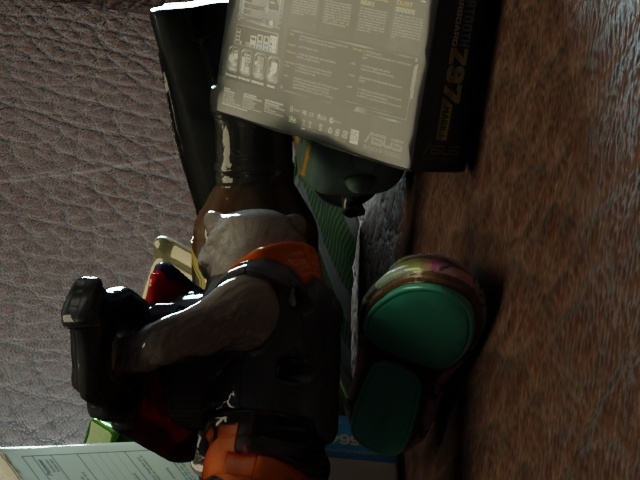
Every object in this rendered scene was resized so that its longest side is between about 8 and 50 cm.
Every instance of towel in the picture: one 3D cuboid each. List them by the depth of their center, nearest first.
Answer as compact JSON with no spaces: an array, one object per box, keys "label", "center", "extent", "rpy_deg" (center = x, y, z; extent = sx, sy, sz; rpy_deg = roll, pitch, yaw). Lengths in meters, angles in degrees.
[{"label":"towel","center":[0.000,0.000,1.652],"extent":[0.325,0.038,0.248],"rpy_deg":[-91,-14,-52]}]

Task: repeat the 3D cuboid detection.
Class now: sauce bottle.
[{"label":"sauce bottle","center":[-0.052,0.041,1.417],"extent":[0.111,0.111,0.344],"rpy_deg":[-117,27,-82]}]

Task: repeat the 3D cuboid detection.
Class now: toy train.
[{"label":"toy train","center":[0.030,-0.148,1.432],"extent":[0.334,0.142,0.190],"rpy_deg":[109,158,-69]}]

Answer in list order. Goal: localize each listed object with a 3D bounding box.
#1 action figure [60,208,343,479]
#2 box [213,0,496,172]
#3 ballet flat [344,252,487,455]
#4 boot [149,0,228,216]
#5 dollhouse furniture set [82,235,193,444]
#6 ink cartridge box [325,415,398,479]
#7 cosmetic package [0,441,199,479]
[{"label":"action figure","center":[-0.020,0.136,1.101],"extent":[0.341,0.179,0.330],"rpy_deg":[33,-134,-67]},{"label":"box","center":[0.022,-0.160,1.209],"extent":[0.233,0.059,0.183],"rpy_deg":[19,106,47]},{"label":"ballet flat","center":[0.064,0.058,1.088],"extent":[0.221,0.077,0.079],"rpy_deg":[103,-168,-55]},{"label":"boot","center":[-0.101,-0.045,1.855],"extent":[0.367,0.146,0.445],"rpy_deg":[-161,53,-74]},{"label":"dollhouse furniture set","center":[-0.100,0.162,1.703],"extent":[0.197,0.151,0.301],"rpy_deg":[27,103,40]},{"label":"ink cartridge box","center":[0.009,0.256,1.291],"extent":[0.203,0.086,0.148],"rpy_deg":[-87,6,-47]},{"label":"cosmetic package","center":[-0.135,0.260,1.441],"extent":[0.160,0.309,0.113],"rpy_deg":[47,118,36]}]
